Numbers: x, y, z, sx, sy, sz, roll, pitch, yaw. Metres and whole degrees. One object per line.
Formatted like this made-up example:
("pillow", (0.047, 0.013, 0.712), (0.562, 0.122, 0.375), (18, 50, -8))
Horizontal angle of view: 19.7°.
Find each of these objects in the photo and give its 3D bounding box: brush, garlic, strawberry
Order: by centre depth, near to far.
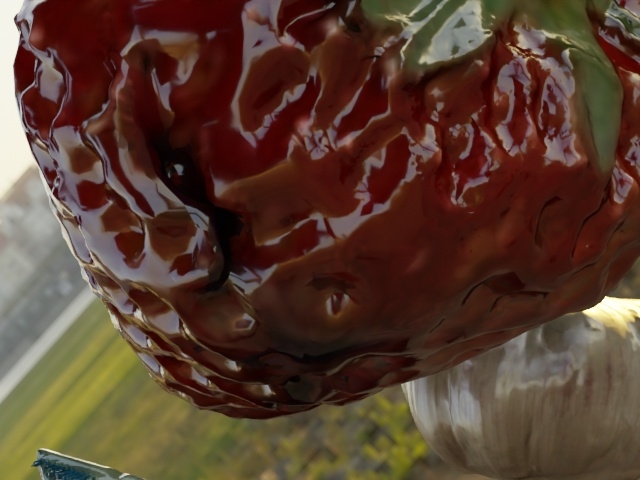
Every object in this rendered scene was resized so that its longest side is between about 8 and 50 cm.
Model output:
("brush", (-0.068, 0.082, 0.598), (0.084, 0.016, 0.013), (6, 25, 44))
("strawberry", (-0.008, -0.008, 0.664), (0.280, 0.253, 0.150), (-31, 49, 35))
("garlic", (0.157, 0.136, 1.294), (0.218, 0.219, 0.212), (-89, 2, -83))
